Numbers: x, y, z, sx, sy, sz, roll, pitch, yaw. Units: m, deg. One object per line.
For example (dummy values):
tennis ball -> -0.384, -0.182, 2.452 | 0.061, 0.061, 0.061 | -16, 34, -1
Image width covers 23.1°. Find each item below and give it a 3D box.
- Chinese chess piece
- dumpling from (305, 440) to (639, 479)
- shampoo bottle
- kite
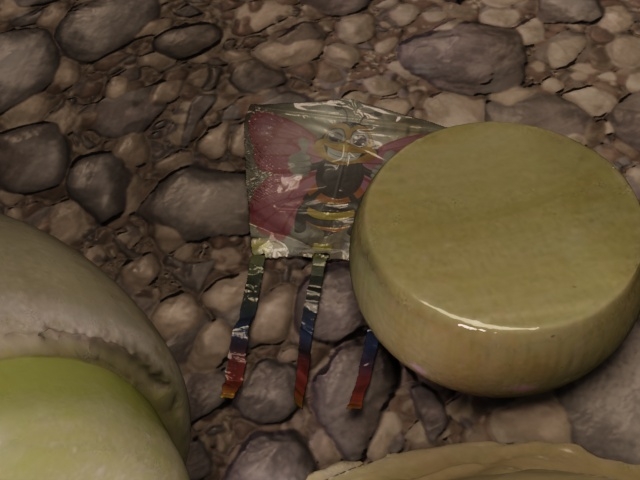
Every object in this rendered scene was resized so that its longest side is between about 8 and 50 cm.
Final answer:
Chinese chess piece -> 0.148, 0.014, 1.303 | 0.250, 0.101, 0.250 | -1, 49, 1
dumpling -> 0.104, 0.233, 1.057 | 0.395, 0.233, 0.315 | -27, 47, -34
shampoo bottle -> -0.256, 0.142, 1.107 | 0.322, 0.322, 0.317 | -23, 44, -13
kite -> 0.000, 0.002, 1.397 | 0.204, 0.022, 0.360 | 8, 50, 9
